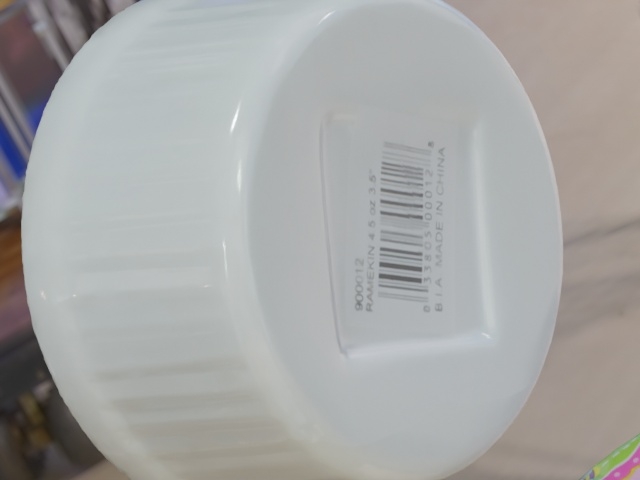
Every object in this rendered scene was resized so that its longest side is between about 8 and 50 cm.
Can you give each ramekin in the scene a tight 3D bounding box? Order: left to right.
[{"bbox_3d":[0.000,0.000,0.985,0.135,0.277,0.277,-4,32,44],"label":"ramekin"}]

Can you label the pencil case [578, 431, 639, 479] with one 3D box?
[{"bbox_3d":[0.230,0.129,1.040,0.284,0.124,0.124,-32,25,-17],"label":"pencil case"}]
